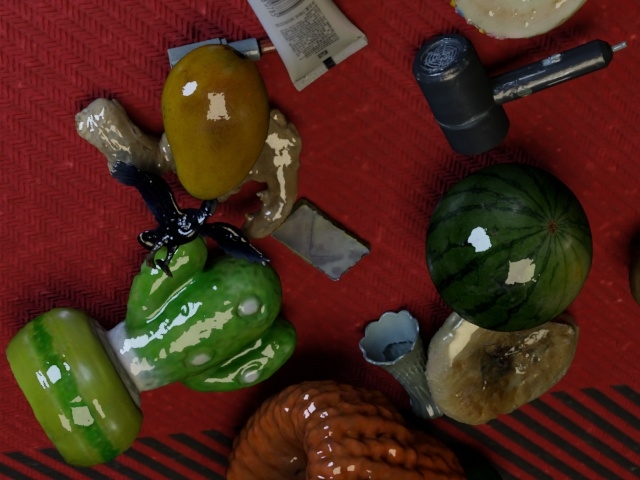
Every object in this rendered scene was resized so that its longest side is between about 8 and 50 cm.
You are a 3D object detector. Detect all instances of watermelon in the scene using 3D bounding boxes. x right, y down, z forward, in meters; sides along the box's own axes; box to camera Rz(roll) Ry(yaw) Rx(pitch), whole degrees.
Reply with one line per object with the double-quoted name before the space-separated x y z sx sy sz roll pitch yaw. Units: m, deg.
"watermelon" 0.205 0.012 1.677 0.188 0.188 0.214 14 159 -20

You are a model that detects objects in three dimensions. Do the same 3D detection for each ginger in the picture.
"ginger" -0.131 -0.106 1.601 0.258 0.065 0.149 26 107 -20

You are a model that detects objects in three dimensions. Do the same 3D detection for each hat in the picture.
"hat" 0.092 0.339 1.851 0.400 0.285 0.285 18 123 -25

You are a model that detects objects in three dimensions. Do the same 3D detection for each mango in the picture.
"mango" -0.104 -0.122 1.522 0.111 0.089 0.163 -15 124 -3

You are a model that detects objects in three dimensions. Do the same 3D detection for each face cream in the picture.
"face cream" -0.034 -0.244 1.488 0.092 0.058 0.244 -34 141 4

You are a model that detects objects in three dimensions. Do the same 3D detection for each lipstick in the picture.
"lipstick" -0.092 -0.194 1.553 0.129 0.030 0.030 -13 129 -7

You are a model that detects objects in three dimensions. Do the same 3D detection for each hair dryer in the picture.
"hair dryer" 0.217 -0.177 1.579 0.219 0.071 0.124 -17 132 15

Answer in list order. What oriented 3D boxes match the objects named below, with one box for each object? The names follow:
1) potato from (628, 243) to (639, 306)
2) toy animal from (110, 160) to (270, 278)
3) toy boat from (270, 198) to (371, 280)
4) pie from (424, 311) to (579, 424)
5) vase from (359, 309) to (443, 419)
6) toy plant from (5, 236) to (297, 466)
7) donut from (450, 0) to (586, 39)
"potato" 0.429 0.016 1.795 0.172 0.089 0.101 -40 153 -18
"toy animal" -0.150 -0.014 1.600 0.220 0.062 0.108 31 111 -32
"toy boat" 0.000 0.000 1.731 0.063 0.016 0.115 -41 123 21
"pie" 0.217 0.149 1.833 0.218 0.052 0.185 10 121 -39
"vase" 0.115 0.161 1.843 0.081 0.081 0.149 -26 131 10
"toy plant" -0.188 0.113 1.715 0.316 0.184 0.224 -28 121 -7
"donut" 0.187 -0.266 1.524 0.166 0.065 0.108 27 119 -28
